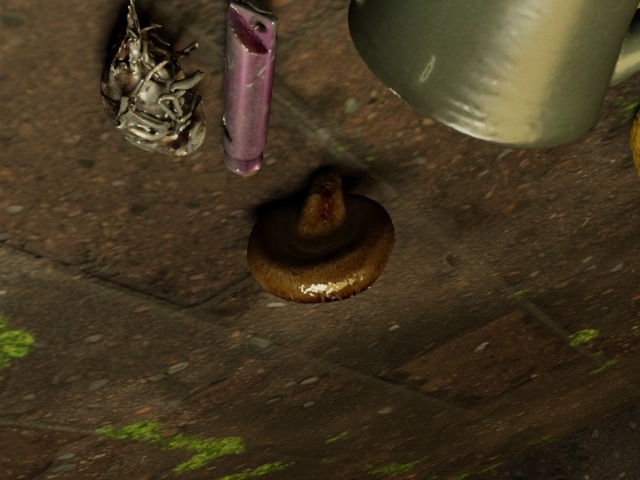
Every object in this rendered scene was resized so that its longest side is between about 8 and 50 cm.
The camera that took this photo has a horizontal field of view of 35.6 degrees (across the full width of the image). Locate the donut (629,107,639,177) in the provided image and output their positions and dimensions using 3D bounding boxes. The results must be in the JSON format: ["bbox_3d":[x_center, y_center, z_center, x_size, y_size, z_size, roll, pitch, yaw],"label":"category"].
[{"bbox_3d":[0.404,-0.106,0.928,0.253,0.118,0.253,-17,153,-9],"label":"donut"}]

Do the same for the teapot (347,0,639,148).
[{"bbox_3d":[0.105,-0.159,0.543,0.239,0.162,0.149,16,136,-9],"label":"teapot"}]

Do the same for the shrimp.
[{"bbox_3d":[-0.101,-0.095,0.604,0.065,0.057,0.165,-1,163,-8],"label":"shrimp"}]

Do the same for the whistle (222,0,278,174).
[{"bbox_3d":[-0.049,-0.099,0.663,0.033,0.033,0.176,-15,155,-15],"label":"whistle"}]

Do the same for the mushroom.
[{"bbox_3d":[0.001,0.004,0.841,0.126,0.109,0.085,-5,161,3],"label":"mushroom"}]
